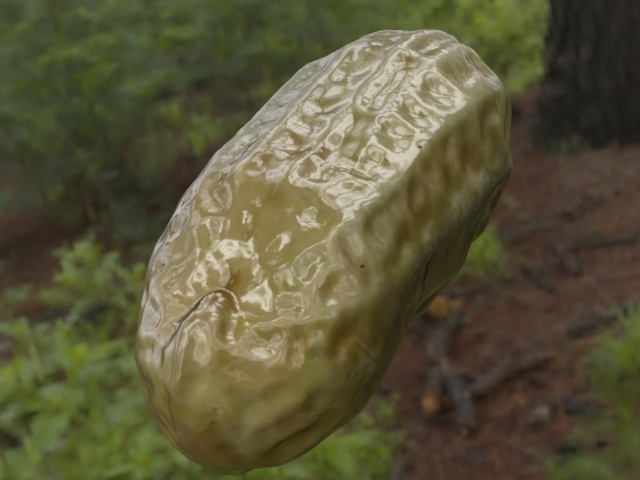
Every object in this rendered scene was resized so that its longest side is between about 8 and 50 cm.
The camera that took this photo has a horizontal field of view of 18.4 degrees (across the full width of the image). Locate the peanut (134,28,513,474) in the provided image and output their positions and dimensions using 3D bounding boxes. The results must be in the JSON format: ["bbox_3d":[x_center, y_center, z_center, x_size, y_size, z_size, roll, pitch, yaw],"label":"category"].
[{"bbox_3d":[0.000,0.000,0.624,0.083,0.093,0.194,34,48,4],"label":"peanut"}]
